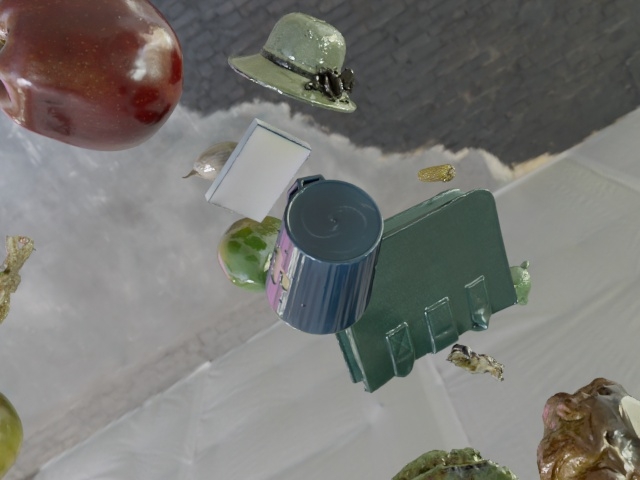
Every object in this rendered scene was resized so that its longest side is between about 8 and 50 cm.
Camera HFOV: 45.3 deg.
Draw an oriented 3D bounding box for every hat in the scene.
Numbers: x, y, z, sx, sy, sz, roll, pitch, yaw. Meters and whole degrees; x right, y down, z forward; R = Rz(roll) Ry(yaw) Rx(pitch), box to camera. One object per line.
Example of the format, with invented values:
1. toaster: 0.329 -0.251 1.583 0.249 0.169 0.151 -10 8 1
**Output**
1. hat: -0.031 -0.342 1.400 0.257 0.257 0.130 -78 -170 -69

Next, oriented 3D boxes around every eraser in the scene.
1. eraser: -0.094 -0.103 1.169 0.150 0.103 0.023 -53 -143 22

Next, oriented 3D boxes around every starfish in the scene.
1. starfish: -0.525 0.064 1.303 0.053 0.150 0.210 5 -167 -13

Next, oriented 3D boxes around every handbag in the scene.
1. handbag: 0.158 0.069 1.217 0.326 0.239 0.089 -26 -161 -25

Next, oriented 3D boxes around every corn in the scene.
1. corn: 0.189 -0.107 1.241 0.027 0.028 0.083 -39 -162 -25

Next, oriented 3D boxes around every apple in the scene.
1. apple: -0.390 -0.301 1.297 0.316 0.289 0.288 3 176 -30

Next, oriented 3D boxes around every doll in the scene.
1. doll: 0.364 0.103 1.517 0.115 0.077 0.150 -56 -173 -34

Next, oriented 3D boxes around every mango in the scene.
1. mango: -0.109 0.030 1.351 0.114 0.156 0.251 -59 179 21

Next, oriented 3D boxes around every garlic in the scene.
1. garlic: -0.165 -0.141 1.383 0.066 0.152 0.084 -29 -127 58

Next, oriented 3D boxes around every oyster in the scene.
1. oyster: 0.224 0.174 1.095 0.132 0.086 0.029 56 51 -72

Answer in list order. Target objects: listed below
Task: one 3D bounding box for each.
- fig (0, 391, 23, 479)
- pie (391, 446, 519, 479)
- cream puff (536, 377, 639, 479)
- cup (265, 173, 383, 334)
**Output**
1. fig: -0.370 0.201 0.746 0.135 0.121 0.153 10 -155 37
2. pie: 0.223 0.446 1.265 0.247 0.201 0.090 -15 173 -7
3. cream puff: 0.441 0.328 1.162 0.269 0.240 0.155 -87 -159 -52
4. cup: 0.000 0.000 0.885 0.131 0.177 0.155 -13 153 -15
